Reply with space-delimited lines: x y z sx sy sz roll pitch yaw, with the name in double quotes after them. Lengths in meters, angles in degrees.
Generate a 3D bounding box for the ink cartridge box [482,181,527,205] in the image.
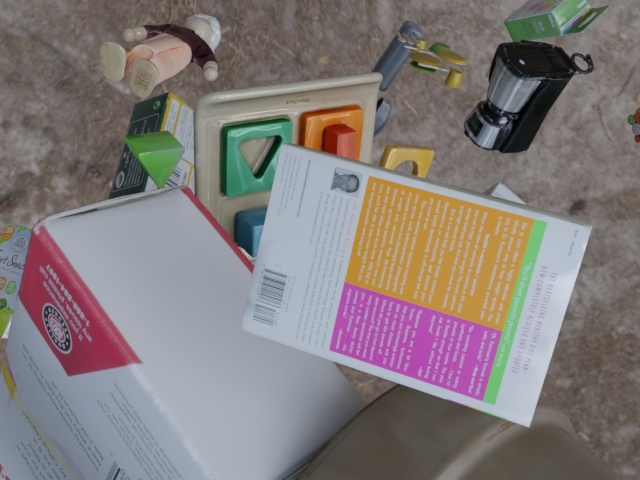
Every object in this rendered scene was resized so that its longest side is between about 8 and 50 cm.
0.347 -0.010 1.623 0.087 0.153 0.208 38 72 -2 "ink cartridge box"

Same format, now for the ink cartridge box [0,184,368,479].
-0.130 0.147 0.547 0.226 0.131 0.306 48 134 18 "ink cartridge box"

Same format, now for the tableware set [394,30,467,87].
0.163 -0.256 1.043 0.104 0.154 0.024 9 120 -16 "tableware set"

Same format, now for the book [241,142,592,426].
0.039 0.018 0.341 0.144 0.035 0.096 17 101 16 "book"

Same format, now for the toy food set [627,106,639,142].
0.677 -0.241 1.516 0.020 0.083 0.082 -10 161 -20 "toy food set"

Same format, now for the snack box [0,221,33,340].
-0.397 0.054 0.945 0.100 0.141 0.037 13 166 34 "snack box"

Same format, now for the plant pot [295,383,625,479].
0.135 0.269 0.405 0.323 0.280 0.323 -22 123 -39 "plant pot"

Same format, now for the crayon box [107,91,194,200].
-0.163 -0.047 1.107 0.083 0.203 0.323 -9 151 35 "crayon box"

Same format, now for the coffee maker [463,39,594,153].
0.358 -0.242 1.271 0.171 0.120 0.178 12 141 -5 "coffee maker"

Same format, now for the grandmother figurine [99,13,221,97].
-0.295 -0.390 1.484 0.207 0.342 0.104 36 124 -4 "grandmother figurine"

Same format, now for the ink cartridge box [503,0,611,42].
0.529 -0.510 1.644 0.109 0.209 0.062 -41 114 -17 "ink cartridge box"

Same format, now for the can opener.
0.155 -0.373 1.696 0.093 0.074 0.280 21 118 -20 "can opener"

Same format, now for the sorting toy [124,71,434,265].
-0.021 -0.047 0.650 0.347 0.047 0.196 -15 129 -30 "sorting toy"
